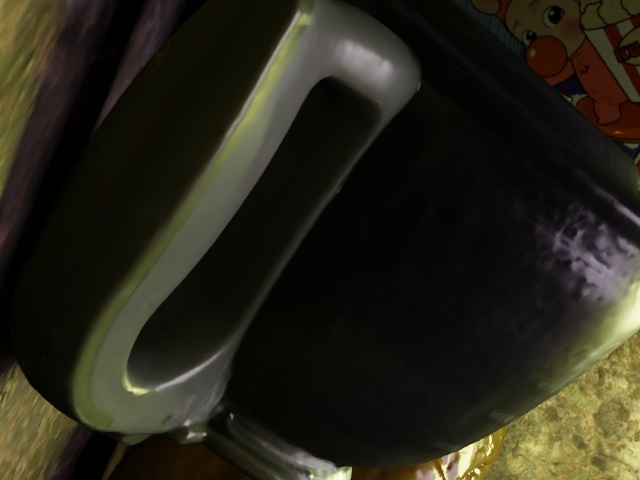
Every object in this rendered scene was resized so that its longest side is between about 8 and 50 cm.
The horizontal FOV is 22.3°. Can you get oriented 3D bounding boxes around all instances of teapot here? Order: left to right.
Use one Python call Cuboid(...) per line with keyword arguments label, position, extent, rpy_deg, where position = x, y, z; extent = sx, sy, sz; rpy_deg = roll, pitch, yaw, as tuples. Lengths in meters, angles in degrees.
Cuboid(label="teapot", position=(0.018, 0.014, 0.733), extent=(0.239, 0.239, 0.321), rpy_deg=(-50, -177, 10))

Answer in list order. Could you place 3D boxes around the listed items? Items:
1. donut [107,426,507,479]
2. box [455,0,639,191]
Cuboid(label="donut", position=(-0.033, 0.209, 1.185), extent=(0.449, 0.198, 0.449), rpy_deg=(-48, 171, -10))
Cuboid(label="box", position=(0.272, -0.219, 1.603), extent=(0.348, 0.319, 0.257), rpy_deg=(-59, 176, 16))
